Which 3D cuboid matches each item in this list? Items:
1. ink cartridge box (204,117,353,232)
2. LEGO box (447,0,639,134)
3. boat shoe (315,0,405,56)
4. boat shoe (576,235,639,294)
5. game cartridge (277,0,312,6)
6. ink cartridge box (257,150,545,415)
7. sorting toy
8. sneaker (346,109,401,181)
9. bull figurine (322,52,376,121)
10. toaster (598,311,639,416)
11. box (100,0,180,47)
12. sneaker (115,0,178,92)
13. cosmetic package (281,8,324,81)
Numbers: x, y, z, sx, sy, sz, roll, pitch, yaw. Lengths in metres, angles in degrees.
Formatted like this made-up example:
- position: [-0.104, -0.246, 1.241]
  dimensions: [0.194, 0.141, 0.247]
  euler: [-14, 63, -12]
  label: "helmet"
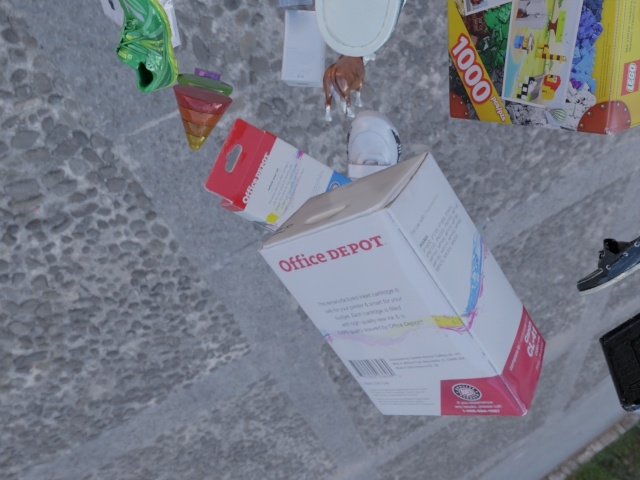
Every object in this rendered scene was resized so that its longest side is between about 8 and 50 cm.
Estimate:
- position: [-0.074, -0.089, 0.865]
  dimensions: [0.231, 0.078, 0.134]
  euler: [27, 79, -24]
  label: "ink cartridge box"
- position: [0.433, -0.478, 0.955]
  dimensions: [0.193, 0.372, 0.500]
  euler: [-20, 116, -27]
  label: "LEGO box"
- position: [0.063, -0.343, 0.480]
  dimensions: [0.116, 0.099, 0.319]
  euler: [17, 120, 10]
  label: "boat shoe"
- position: [0.821, 0.033, 1.394]
  dimensions: [0.127, 0.113, 0.340]
  euler: [-24, 164, -37]
  label: "boat shoe"
- position: [-0.090, -0.870, 1.679]
  dimensions: [0.062, 0.297, 0.198]
  euler: [4, 116, 14]
  label: "game cartridge"
- position: [0.104, 0.072, 0.651]
  dimensions: [0.306, 0.226, 0.131]
  euler: [56, 48, -16]
  label: "ink cartridge box"
- position: [-0.274, -0.304, 1.185]
  dimensions: [0.127, 0.365, 0.126]
  euler: [10, 114, -15]
  label: "sorting toy"
- position: [0.130, -0.124, 1.282]
  dimensions: [0.138, 0.210, 0.365]
  euler: [1, 132, 8]
  label: "sneaker"
- position: [0.085, -0.489, 1.564]
  dimensions: [0.310, 0.101, 0.188]
  euler: [-51, 145, -49]
  label: "bull figurine"
- position: [0.601, 0.215, 0.889]
  dimensions: [0.110, 0.185, 0.168]
  euler: [24, 131, -12]
  label: "toaster"
- position: [-0.545, -0.694, 1.513]
  dimensions: [0.087, 0.290, 0.169]
  euler: [-39, 154, -26]
  label: "box"
- position: [-0.419, -0.468, 1.207]
  dimensions: [0.123, 0.109, 0.295]
  euler: [-48, 156, -27]
  label: "sneaker"
- position: [-0.053, -0.661, 1.797]
  dimensions: [0.138, 0.224, 0.224]
  euler: [3, 102, 2]
  label: "cosmetic package"
